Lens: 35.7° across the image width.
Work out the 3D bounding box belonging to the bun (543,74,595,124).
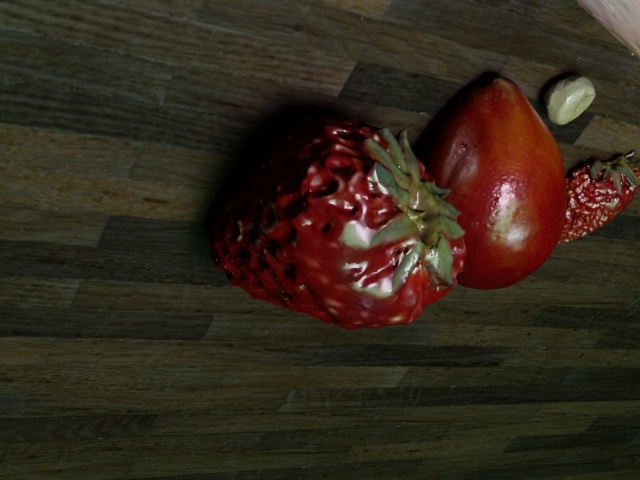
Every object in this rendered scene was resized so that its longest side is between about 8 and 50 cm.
[{"bbox_3d":[0.382,-0.224,1.544,0.086,0.055,0.086,-28,154,-15],"label":"bun"}]

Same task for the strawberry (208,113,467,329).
[{"bbox_3d":[0.000,0.000,1.385,0.345,0.295,0.317,-24,161,28],"label":"strawberry"}]

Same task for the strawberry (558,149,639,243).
[{"bbox_3d":[0.491,-0.054,1.768,0.167,0.087,0.208,-10,139,-26],"label":"strawberry"}]

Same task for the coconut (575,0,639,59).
[{"bbox_3d":[0.459,-0.376,1.240,0.297,0.309,0.297,-40,172,-7],"label":"coconut"}]

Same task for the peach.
[{"bbox_3d":[0.277,-0.066,1.530,0.257,0.201,0.362,-14,138,-18],"label":"peach"}]
